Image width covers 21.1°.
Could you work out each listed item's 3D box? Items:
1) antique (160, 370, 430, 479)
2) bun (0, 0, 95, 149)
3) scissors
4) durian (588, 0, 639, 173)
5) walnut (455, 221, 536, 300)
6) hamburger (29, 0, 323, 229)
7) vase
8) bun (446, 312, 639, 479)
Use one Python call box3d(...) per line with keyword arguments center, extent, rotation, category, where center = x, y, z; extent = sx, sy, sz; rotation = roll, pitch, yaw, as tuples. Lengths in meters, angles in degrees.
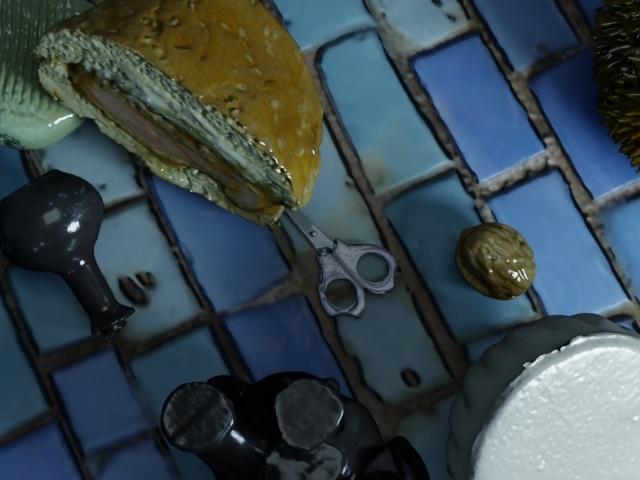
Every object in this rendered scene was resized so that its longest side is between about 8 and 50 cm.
box3d(center=(0.006, 0.246, 1.719), extent=(0.185, 0.255, 0.322), rotation=(-43, 76, -4), category="antique")
box3d(center=(-0.337, -0.197, 1.872), extent=(0.221, 0.108, 0.221), rotation=(5, 73, -16), category="bun")
box3d(center=(0.000, 0.000, 1.906), extent=(0.100, 0.015, 0.189), rotation=(-40, 82, -13), category="scissors")
box3d(center=(0.489, -0.179, 1.872), extent=(0.384, 0.347, 0.348), rotation=(-10, 73, 23), category="durian")
box3d(center=(0.191, 0.021, 1.890), extent=(0.096, 0.079, 0.082), rotation=(41, 77, -2), category="walnut")
box3d(center=(-0.126, -0.185, 1.832), extent=(0.330, 0.162, 0.209), rotation=(32, 55, -16), category="hamburger")
box3d(center=(-0.264, 0.019, 1.824), extent=(0.120, 0.120, 0.183), rotation=(-31, 95, -14), category="vase")
box3d(center=(0.231, 0.179, 1.804), extent=(0.263, 0.175, 0.263), rotation=(-10, 117, -21), category="bun")
